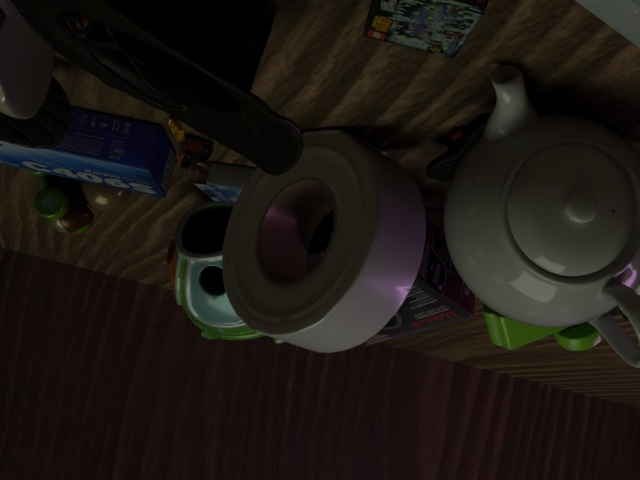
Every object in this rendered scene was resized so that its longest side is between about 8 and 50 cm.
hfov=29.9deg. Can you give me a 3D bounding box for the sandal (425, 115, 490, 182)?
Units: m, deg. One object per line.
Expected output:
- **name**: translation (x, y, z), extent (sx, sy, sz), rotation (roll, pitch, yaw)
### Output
- **sandal**: translation (0.185, -0.116, 1.460), extent (0.067, 0.040, 0.179), rotation (10, 155, -18)

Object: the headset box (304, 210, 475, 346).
- **headset box**: translation (0.080, 0.045, 1.784), extent (0.218, 0.110, 0.293), rotation (-19, 140, 39)

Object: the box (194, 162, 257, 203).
- **box**: translation (-0.098, -0.081, 1.905), extent (0.178, 0.042, 0.109), rotation (9, 168, 17)

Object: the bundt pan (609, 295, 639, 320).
- **bundt pan**: translation (0.411, 0.033, 1.714), extent (0.331, 0.124, 0.331), rotation (11, 168, 2)

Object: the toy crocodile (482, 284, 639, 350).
- **toy crocodile**: translation (0.353, 0.033, 1.441), extent (0.340, 0.105, 0.115), rotation (-26, 130, 1)

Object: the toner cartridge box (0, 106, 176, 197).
- **toner cartridge box**: translation (-0.403, -0.151, 1.811), extent (0.348, 0.075, 0.165), rotation (12, 168, 4)

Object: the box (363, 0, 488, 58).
- **box**: translation (0.095, -0.210, 1.099), extent (0.094, 0.027, 0.137), rotation (14, 169, -3)

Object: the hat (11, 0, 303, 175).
- **hat**: translation (-0.132, -0.202, 1.119), extent (0.331, 0.134, 0.331), rotation (30, 169, 6)

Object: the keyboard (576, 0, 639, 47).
- **keyboard**: translation (0.323, -0.174, 1.078), extent (0.256, 0.014, 0.072), rotation (23, 170, -41)

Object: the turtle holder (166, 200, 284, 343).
- **turtle holder**: translation (-0.116, 0.045, 2.058), extent (0.320, 0.243, 0.227), rotation (16, 155, 29)

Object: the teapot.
- **teapot**: translation (0.258, -0.021, 1.272), extent (0.256, 0.252, 0.187), rotation (18, 176, -3)

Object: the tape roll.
- **tape roll**: translation (0.000, 0.000, 1.584), extent (0.286, 0.286, 0.100), rotation (0, 163, 46)

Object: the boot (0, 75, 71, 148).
- **boot**: translation (-0.473, -0.198, 1.619), extent (0.338, 0.118, 0.223), rotation (23, 172, 4)

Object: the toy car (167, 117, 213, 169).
- **toy car**: translation (-0.189, -0.150, 1.730), extent (0.040, 0.060, 0.122), rotation (54, 162, 22)

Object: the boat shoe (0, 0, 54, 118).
- **boat shoe**: translation (-0.403, -0.246, 1.278), extent (0.158, 0.127, 0.340), rotation (17, 162, 10)

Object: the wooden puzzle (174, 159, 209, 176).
- **wooden puzzle**: translation (-0.218, -0.119, 1.939), extent (0.049, 0.006, 0.083), rotation (2, 165, 41)

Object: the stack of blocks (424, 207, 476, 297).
- **stack of blocks**: translation (0.154, 0.007, 1.943), extent (0.297, 0.087, 0.171), rotation (15, 167, -10)

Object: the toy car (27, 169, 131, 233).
- **toy car**: translation (-0.367, -0.104, 1.977), extent (0.188, 0.149, 0.155), rotation (-18, 169, 4)
